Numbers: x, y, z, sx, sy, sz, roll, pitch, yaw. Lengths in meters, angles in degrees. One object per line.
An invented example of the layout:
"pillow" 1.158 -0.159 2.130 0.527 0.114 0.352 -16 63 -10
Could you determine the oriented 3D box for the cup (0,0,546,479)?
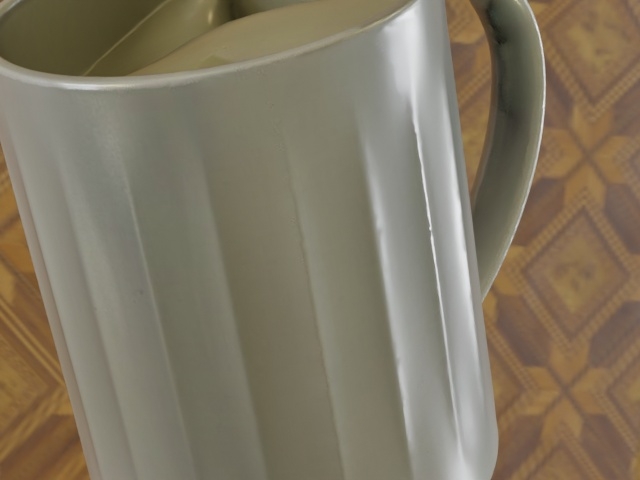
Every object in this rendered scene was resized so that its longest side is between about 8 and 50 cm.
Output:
"cup" 0.000 0.000 0.777 0.323 0.237 0.327 -26 122 -27
